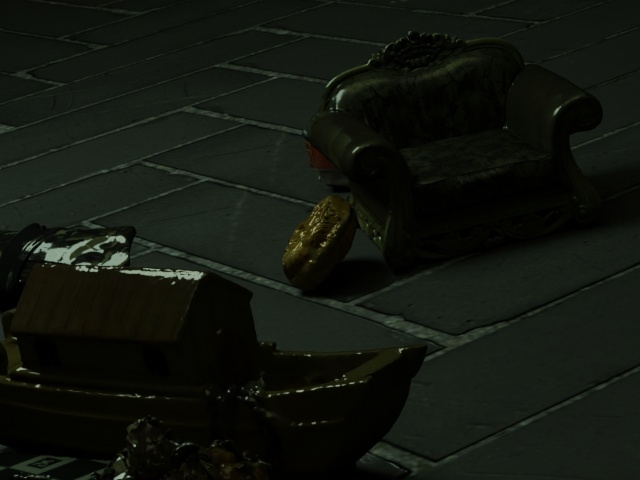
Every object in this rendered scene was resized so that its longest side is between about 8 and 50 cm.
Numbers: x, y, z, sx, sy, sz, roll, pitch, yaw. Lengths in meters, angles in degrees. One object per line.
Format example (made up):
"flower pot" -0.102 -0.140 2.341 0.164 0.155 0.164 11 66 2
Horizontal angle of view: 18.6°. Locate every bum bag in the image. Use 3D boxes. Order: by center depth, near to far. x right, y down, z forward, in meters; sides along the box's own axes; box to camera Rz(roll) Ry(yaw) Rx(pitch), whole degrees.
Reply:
"bum bag" -0.283 0.024 1.926 0.248 0.069 0.102 2 57 29

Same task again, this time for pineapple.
"pineapple" -0.096 0.175 1.243 0.176 0.137 0.161 -25 22 -34

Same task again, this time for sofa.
"sofa" 0.131 -0.100 1.899 0.258 0.182 0.200 -13 19 -9

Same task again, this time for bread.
"bread" 0.000 0.000 1.832 0.083 0.044 0.111 -51 9 20

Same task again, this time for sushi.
"sushi" -0.233 0.204 1.396 0.210 0.040 0.192 1 14 39

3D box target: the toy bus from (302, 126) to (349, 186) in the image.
"toy bus" 0.070 -0.100 2.099 0.174 0.077 0.079 -4 19 20

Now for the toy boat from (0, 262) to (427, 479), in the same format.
"toy boat" -0.115 0.092 1.473 0.445 0.162 0.136 5 20 38
